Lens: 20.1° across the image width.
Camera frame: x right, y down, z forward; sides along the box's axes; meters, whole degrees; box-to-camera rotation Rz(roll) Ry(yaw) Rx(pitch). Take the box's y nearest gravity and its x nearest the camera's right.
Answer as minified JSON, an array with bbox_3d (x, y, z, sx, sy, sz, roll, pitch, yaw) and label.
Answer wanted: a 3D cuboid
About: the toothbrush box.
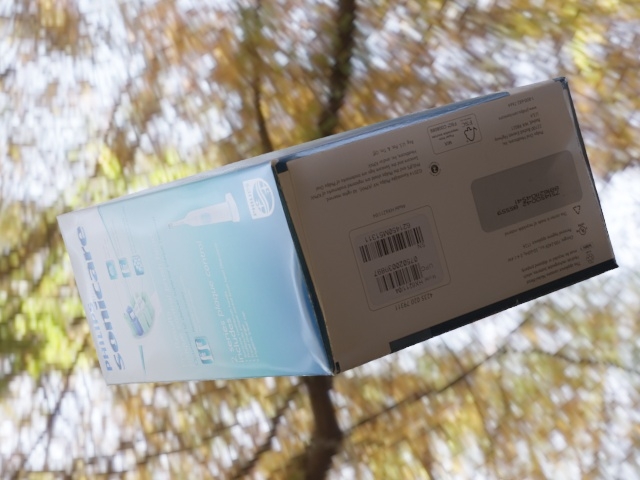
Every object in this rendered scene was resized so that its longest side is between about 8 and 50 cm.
[{"bbox_3d":[0.000,0.000,1.124,0.216,0.295,0.126,-18,-85,-32],"label":"toothbrush box"}]
